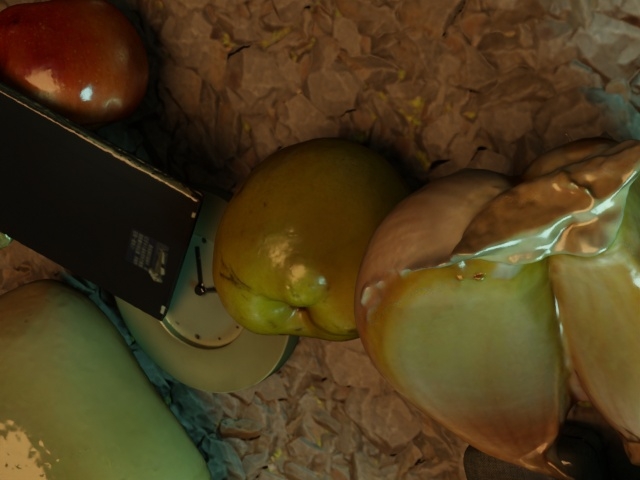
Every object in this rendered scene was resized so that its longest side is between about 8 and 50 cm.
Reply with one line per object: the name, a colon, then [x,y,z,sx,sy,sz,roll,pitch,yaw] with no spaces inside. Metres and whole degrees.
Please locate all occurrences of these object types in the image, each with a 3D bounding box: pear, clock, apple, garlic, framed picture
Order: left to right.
framed picture: [-0.285,-0.057,1.215,0.339,0.014,0.255,29,146,2]
apple: [-0.256,-0.175,1.202,0.163,0.163,0.139,-13,90,33]
clock: [-0.125,0.052,1.298,0.235,0.029,0.235,11,112,27]
pear: [0.000,0.000,1.110,0.200,0.200,0.200,11,114,26]
garlic: [0.192,0.054,0.969,0.249,0.286,0.313,43,169,49]

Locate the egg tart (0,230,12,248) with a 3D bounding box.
egg tart: [-0.388,-0.084,1.365,0.197,0.078,0.197,10,113,26]

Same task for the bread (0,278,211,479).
bread: [-0.318,0.259,1.347,0.348,0.253,0.376,-34,90,26]

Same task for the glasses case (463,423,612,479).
glasses case: [0.232,0.331,1.170,0.131,0.074,0.323,-5,107,33]
